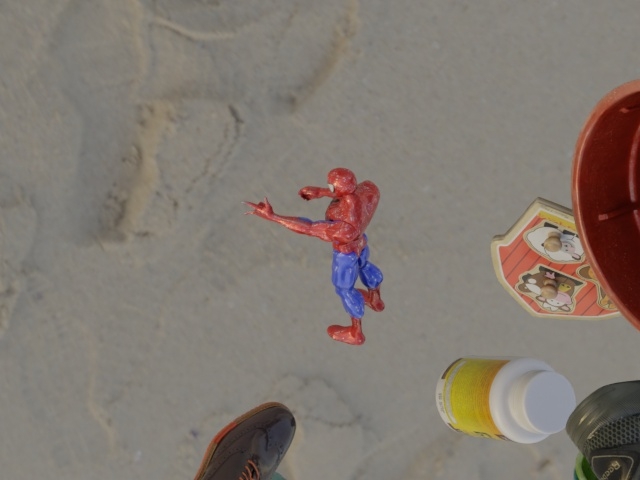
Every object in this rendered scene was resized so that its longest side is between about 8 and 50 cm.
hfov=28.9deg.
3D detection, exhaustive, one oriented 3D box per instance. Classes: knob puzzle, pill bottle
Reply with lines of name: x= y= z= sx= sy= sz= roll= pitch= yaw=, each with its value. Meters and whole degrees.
knob puzzle: x=0.274 y=0.043 z=1.363 sx=0.213 sy=0.030 sz=0.213 roll=12 pitch=146 yaw=8
pill bottle: x=0.258 y=0.220 z=1.729 sx=0.117 sy=0.215 sz=0.117 roll=2 pitch=85 yaw=-24

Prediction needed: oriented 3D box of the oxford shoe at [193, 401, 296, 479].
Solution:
oxford shoe: x=-0.101 y=0.301 z=1.499 sx=0.271 sy=0.098 sz=0.097 roll=-49 pitch=114 yaw=-33

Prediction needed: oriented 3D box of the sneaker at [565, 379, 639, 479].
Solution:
sneaker: x=0.300 y=0.158 z=0.898 sx=0.227 sy=0.130 sz=0.087 roll=-5 pitch=142 yaw=-26

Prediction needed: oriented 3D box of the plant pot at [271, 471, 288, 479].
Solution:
plant pot: x=-0.087 y=0.483 z=1.897 sx=0.165 sy=0.165 sz=0.234 roll=42 pitch=78 yaw=-36

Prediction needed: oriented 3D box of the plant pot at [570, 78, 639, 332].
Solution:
plant pot: x=0.432 y=-0.053 z=1.198 sx=0.265 sy=0.272 sz=0.272 roll=-19 pitch=129 yaw=-28

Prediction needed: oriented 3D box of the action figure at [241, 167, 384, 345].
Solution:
action figure: x=0.000 y=0.000 z=1.388 sx=0.091 sy=0.139 sz=0.280 roll=-60 pitch=162 yaw=-30

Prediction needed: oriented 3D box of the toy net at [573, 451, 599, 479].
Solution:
toy net: x=0.313 y=0.186 z=0.977 sx=0.232 sy=0.122 sz=0.045 roll=-16 pitch=128 yaw=-26
